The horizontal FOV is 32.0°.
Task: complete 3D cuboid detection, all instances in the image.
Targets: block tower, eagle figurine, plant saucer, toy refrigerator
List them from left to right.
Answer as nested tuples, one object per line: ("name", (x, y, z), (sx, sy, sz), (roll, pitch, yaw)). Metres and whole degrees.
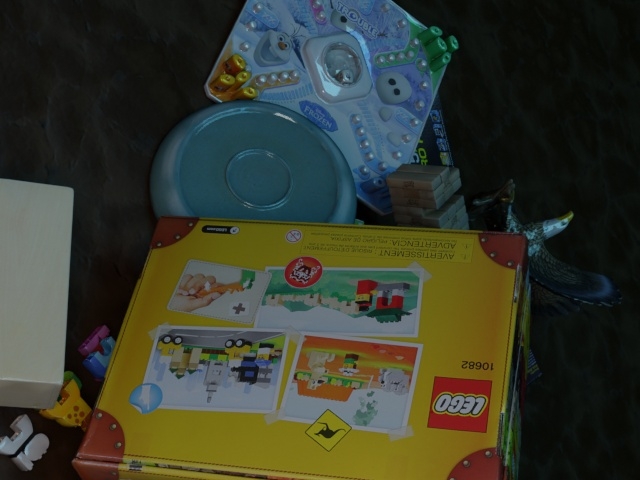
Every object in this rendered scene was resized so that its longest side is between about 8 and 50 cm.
("toy refrigerator", (-0.366, 0.065, 1.371), (0.102, 0.094, 0.270), (6, 59, -19))
("plant saucer", (-0.094, -0.085, 1.662), (0.317, 0.044, 0.318), (7, 62, -12))
("block tower", (0.202, 0.029, 1.898), (0.091, 0.097, 0.335), (-41, 128, -43))
("eagle figurine", (0.391, 0.031, 2.064), (0.298, 0.225, 0.226), (60, 29, -1))

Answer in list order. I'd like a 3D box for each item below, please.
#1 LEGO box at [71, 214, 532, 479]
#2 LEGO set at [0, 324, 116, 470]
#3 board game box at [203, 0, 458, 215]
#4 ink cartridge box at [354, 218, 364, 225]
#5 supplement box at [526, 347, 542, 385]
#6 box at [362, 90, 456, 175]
("LEGO box", (0.000, 0.177, 1.398), (0.193, 0.500, 0.372), (75, 23, -51))
("LEGO set", (-0.299, 0.211, 1.427), (0.093, 0.087, 0.227), (53, 47, -17))
("board game box", (0.038, -0.300, 1.905), (0.390, 0.050, 0.390), (33, 61, -21))
("ink cartridge box", (0.000, 0.000, 1.783), (0.209, 0.109, 0.062), (16, 65, -40))
("supplement box", (0.314, 0.185, 2.041), (0.104, 0.080, 0.188), (-26, 93, -47))
("box", (0.139, -0.218, 2.036), (0.216, 0.060, 0.270), (-2, 76, -45))
